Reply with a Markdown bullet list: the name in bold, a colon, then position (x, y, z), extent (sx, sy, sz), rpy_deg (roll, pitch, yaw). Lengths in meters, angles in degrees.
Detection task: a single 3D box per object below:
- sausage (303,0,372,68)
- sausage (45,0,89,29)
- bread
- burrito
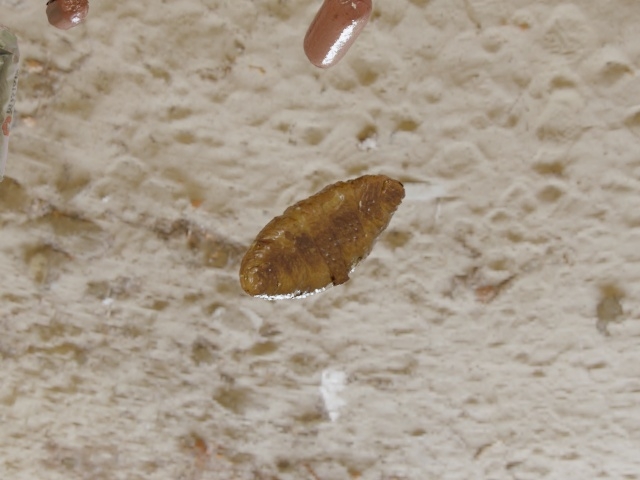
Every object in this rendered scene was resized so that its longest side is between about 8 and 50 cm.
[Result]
- **sausage**: position (0.021, -0.277, 1.125), extent (0.062, 0.062, 0.154), rpy_deg (14, 161, -14)
- **sausage**: position (-0.526, -0.480, 1.811), extent (0.076, 0.076, 0.141), rpy_deg (25, 164, -28)
- **bread**: position (0.000, 0.000, 0.979), extent (0.105, 0.233, 0.076), rpy_deg (60, 155, -10)
- **burrito**: position (-0.411, -0.169, 1.081), extent (0.064, 0.203, 0.064), rpy_deg (9, -174, -1)
